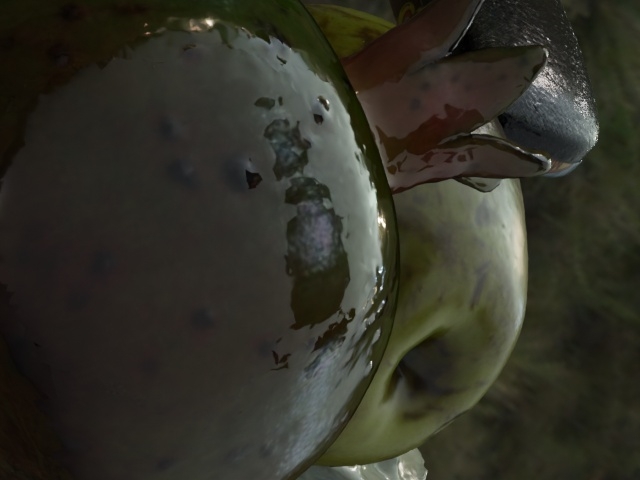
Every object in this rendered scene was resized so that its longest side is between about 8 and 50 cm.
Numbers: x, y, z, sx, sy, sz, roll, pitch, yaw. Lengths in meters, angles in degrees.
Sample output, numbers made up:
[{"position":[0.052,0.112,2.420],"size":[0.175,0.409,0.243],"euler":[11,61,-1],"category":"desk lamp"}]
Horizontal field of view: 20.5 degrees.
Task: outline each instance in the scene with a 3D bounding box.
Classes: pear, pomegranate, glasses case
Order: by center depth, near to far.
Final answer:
[{"position":[-0.072,-0.032,0.839],"size":[0.323,0.291,0.290],"euler":[-46,147,-27],"category":"pomegranate"},{"position":[0.000,0.000,1.072],"size":[0.283,0.283,0.283],"euler":[-31,140,-30],"category":"pear"},{"position":[0.115,-0.166,1.276],"size":[0.122,0.321,0.082],"euler":[18,126,-27],"category":"glasses case"}]

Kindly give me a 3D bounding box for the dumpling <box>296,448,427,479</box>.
[{"position":[-0.008,0.130,1.366],"size":[0.124,0.229,0.151],"euler":[-46,-166,33],"category":"dumpling"}]
